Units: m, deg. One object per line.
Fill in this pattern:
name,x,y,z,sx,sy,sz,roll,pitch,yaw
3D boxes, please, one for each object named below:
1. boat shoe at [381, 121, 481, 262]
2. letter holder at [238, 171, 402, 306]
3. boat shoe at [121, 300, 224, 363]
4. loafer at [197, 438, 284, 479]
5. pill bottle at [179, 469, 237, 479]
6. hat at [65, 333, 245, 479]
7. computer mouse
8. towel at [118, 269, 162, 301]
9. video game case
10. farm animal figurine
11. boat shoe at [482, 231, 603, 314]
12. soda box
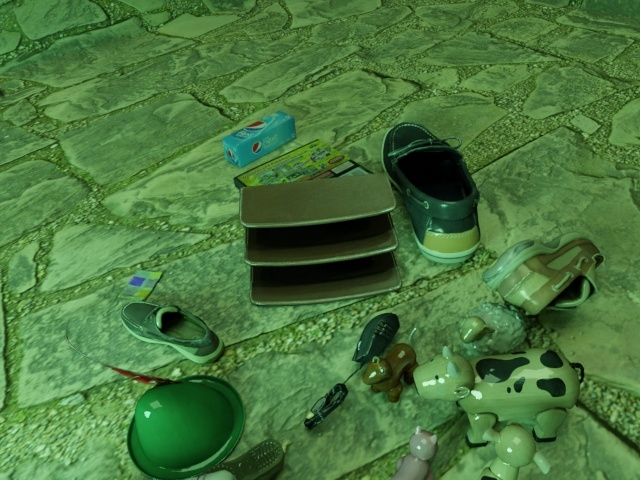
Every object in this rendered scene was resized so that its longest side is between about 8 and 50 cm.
boat shoe,0.250,-0.163,1.134,0.187,0.155,0.500,-6,40,2
letter holder,0.000,0.000,0.974,0.302,0.152,0.214,-6,43,-1
boat shoe,-0.272,0.147,0.887,0.224,0.073,0.080,18,46,24
loafer,-0.111,0.331,0.681,0.148,0.050,0.056,-26,40,-1
pill bottle,-0.235,0.377,0.547,0.302,0.169,0.169,-11,41,-6
hat,-0.226,0.225,0.709,0.209,0.183,0.173,-15,42,-12
computer mouse,0.049,0.199,0.796,0.041,0.071,0.242,47,58,-3
towel,-0.368,0.091,1.010,0.060,0.009,0.083,8,43,15
video game case,-0.038,-0.149,1.235,0.275,0.035,0.248,-30,47,-25
farm animal figurine,0.217,0.227,0.671,0.327,0.172,0.330,-16,42,-13
boat shoe,0.406,0.067,0.845,0.325,0.123,0.116,-8,50,-39
soda box,-0.167,-0.285,1.377,0.067,0.071,0.210,31,53,34
